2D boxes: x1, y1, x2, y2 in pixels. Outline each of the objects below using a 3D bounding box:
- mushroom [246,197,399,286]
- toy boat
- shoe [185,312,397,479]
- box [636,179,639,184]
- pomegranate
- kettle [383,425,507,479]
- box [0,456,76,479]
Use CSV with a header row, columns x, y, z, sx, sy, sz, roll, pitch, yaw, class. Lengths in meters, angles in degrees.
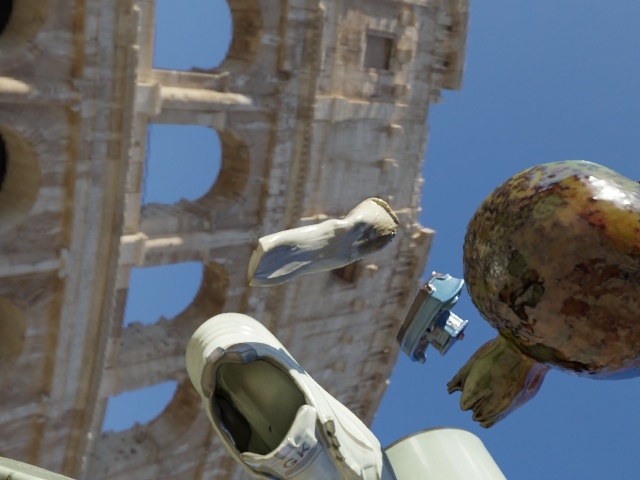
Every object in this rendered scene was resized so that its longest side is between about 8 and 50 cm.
x,y,z,sx,sy,sz,roll,pitch,yaw,class
0.000,0.003,0.834,0.054,0.202,0.059,15,-64,42,mushroom
0.189,0.140,1.359,0.097,0.100,0.223,37,-35,16,toy boat
-0.022,0.208,0.830,0.124,0.159,0.316,-42,-90,-4,shoe
0.574,0.023,1.019,0.239,0.229,0.339,-42,-115,56,box
0.274,0.078,0.970,0.285,0.285,0.341,39,-75,31,pomegranate
0.151,0.452,1.083,0.377,0.361,0.250,-117,-143,-50,kettle
-0.381,0.424,0.919,0.352,0.177,0.344,-2,-117,44,box
